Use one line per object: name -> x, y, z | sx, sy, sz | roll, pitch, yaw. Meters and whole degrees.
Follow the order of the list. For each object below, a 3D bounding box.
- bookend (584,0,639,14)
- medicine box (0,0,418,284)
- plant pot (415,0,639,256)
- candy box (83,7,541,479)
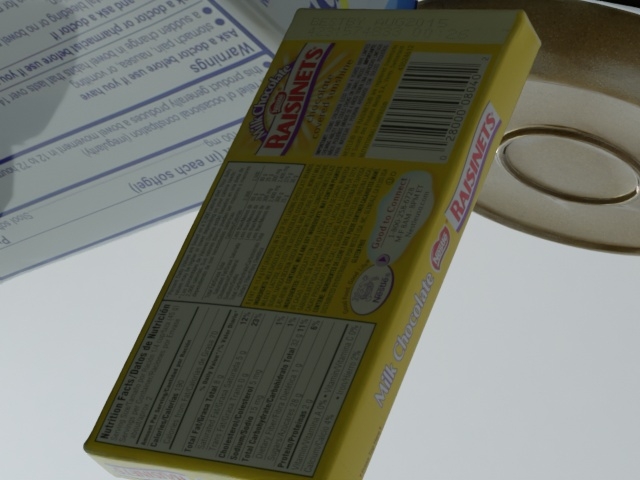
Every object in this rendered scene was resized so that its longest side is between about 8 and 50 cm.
bookend -> 0.213, -0.180, 1.020 | 0.157, 0.072, 0.156 | 21, -87, 48
medicine box -> -0.142, -0.137, 0.892 | 0.263, 0.289, 0.149 | -18, -133, 36
plant pot -> 0.127, -0.046, 0.978 | 0.236, 0.236, 0.032 | -29, -140, 62
candy box -> 0.000, 0.000, 0.724 | 0.105, 0.027, 0.206 | 4, -122, 36
